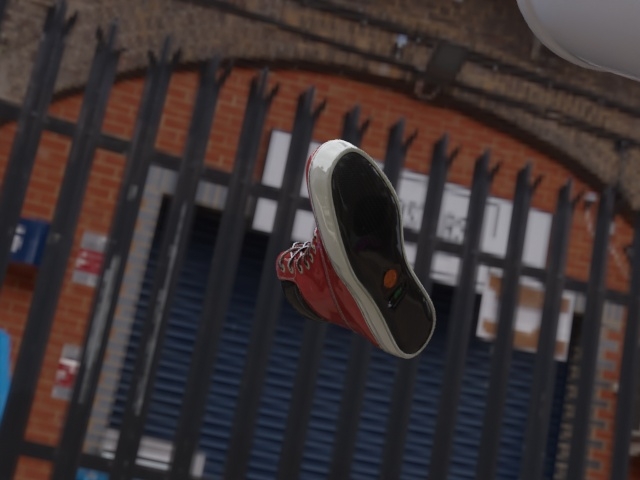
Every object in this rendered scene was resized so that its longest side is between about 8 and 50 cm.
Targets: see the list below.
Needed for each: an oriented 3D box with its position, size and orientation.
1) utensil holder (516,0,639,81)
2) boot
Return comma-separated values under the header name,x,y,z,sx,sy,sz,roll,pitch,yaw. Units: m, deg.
name,x,y,z,sx,sy,sz,roll,pitch,yaw
utensil holder,0.453,-0.338,1.495,0.327,0.328,0.385,16,12,-18
boot,0.000,0.000,1.197,0.176,0.088,0.244,18,-39,42
